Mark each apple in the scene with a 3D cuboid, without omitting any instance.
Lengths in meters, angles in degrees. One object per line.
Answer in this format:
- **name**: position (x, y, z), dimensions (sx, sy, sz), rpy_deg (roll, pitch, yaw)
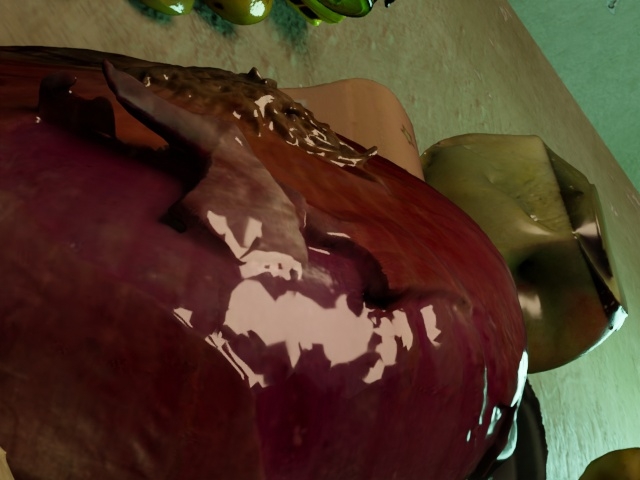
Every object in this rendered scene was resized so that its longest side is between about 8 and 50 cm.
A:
- **apple**: position (0.152, 0.012, 1.045), dimensions (0.207, 0.174, 0.188), rpy_deg (19, 20, -19)

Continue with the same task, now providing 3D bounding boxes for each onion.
- **onion**: position (-0.084, 0.052, 0.587), dimensions (0.348, 0.285, 0.347), rpy_deg (15, 13, -4)

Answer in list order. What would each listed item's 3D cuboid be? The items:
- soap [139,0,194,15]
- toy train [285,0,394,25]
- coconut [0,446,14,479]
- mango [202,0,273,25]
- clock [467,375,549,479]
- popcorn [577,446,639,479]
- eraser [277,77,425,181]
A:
- **soap**: position (-0.152, -0.258, 1.097), dimensions (0.089, 0.045, 0.140), rpy_deg (18, 45, -64)
- **toy train**: position (-0.043, -0.345, 1.326), dimensions (0.296, 0.100, 0.160), rpy_deg (41, -16, -29)
- **coconut**: position (-0.180, 0.118, 0.364), dimensions (0.194, 0.194, 0.194), rpy_deg (46, 24, -28)
- **mango**: position (-0.104, -0.287, 1.190), dimensions (0.178, 0.090, 0.115), rpy_deg (68, 14, 1)
- **clock**: position (0.090, 0.102, 1.110), dimensions (0.325, 0.067, 0.325), rpy_deg (46, 25, -29)
- **popcorn**: position (0.369, 0.328, 1.214), dimensions (0.297, 0.281, 0.316), rpy_deg (27, 47, 17)
- **eraser**: position (0.000, 0.000, 0.917), dimensions (0.290, 0.171, 0.087), rpy_deg (-97, 178, -48)
